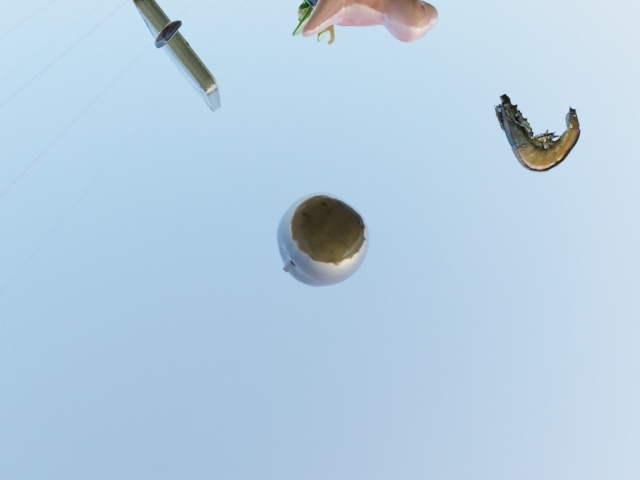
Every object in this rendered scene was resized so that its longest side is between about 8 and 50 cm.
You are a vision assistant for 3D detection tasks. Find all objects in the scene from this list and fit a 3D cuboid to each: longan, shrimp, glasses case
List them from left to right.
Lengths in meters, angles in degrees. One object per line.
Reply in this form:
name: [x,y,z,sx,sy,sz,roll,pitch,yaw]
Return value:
glasses case: [-0.307,-0.420,1.007,0.023,0.033,0.083,45,-133,-31]
longan: [0.002,-0.001,1.505,0.297,0.297,0.297,8,-130,-10]
shrimp: [0.682,-0.362,1.564,0.290,0.222,0.054,53,-165,-6]

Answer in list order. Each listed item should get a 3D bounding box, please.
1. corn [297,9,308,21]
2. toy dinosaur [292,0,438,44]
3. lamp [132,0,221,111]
corn: [0.003,-0.919,1.893,0.080,0.238,0.080,43,-163,-17]
toy dinosaur: [0.049,-0.329,0.726,0.194,0.152,0.177,-17,-120,-30]
lamp: [-0.348,-0.458,1.257,0.047,0.266,0.269,-39,-80,-5]
